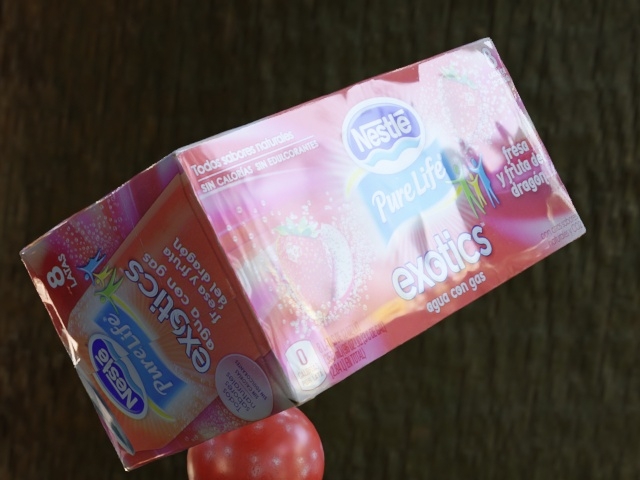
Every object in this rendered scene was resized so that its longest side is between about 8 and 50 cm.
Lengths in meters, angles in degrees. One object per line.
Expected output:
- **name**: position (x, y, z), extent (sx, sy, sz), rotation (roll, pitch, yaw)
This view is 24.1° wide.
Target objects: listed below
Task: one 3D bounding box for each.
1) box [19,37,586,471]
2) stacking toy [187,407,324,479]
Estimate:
- **box**: position (0.000, 0.000, 0.878), extent (0.154, 0.142, 0.300), rotation (-27, -1, 43)
- **stacking toy**: position (-0.057, 0.261, 1.004), extent (0.141, 0.330, 0.141), rotation (10, 16, -3)
